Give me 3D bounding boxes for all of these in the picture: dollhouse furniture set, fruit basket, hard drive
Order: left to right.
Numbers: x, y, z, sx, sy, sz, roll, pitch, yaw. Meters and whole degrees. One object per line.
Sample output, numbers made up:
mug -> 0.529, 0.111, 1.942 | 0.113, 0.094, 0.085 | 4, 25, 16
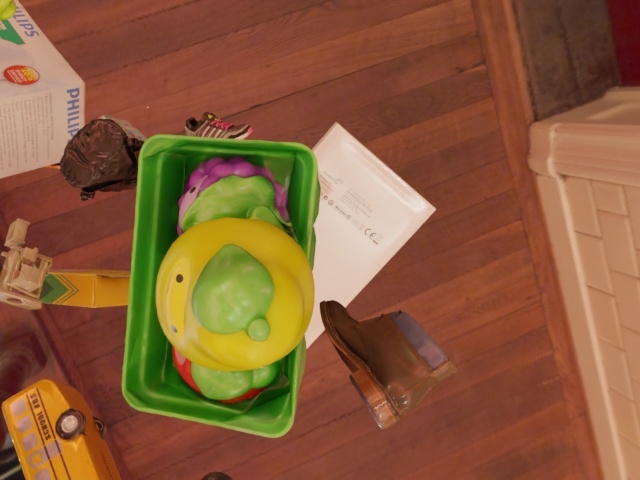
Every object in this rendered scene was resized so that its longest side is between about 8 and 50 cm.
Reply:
dollhouse furniture set -> -0.607, 0.036, 1.339 | 0.101, 0.161, 0.182 | 27, 53, -39
fruit basket -> -0.122, 0.056, 0.758 | 0.283, 0.392, 0.392 | 6, 102, 16
hard drive -> 0.000, 0.000, 1.112 | 0.233, 0.047, 0.353 | 39, 101, -14

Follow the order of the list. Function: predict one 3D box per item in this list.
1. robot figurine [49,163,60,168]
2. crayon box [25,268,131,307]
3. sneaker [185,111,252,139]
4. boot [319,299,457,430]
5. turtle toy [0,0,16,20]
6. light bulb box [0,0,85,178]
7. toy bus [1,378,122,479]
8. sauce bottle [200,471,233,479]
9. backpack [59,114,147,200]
robot figurine -> -0.714, -0.234, 1.642 | 0.211, 0.291, 0.085 | 0, 98, -19
crayon box -> -0.540, 0.114, 1.527 | 0.202, 0.319, 0.081 | 2, 88, -57
sneaker -> -0.238, -0.256, 1.414 | 0.170, 0.063, 0.074 | -2, 116, 22
boot -> 0.074, 0.123, 0.752 | 0.106, 0.219, 0.082 | -31, 125, -1
turtle toy -> -0.287, -0.193, 0.448 | 0.130, 0.066, 0.095 | 14, 60, 2
light bulb box -> -0.757, -0.324, 1.340 | 0.361, 0.358, 0.225 | -26, 153, -37
toy bus -> -0.429, 0.405, 1.086 | 0.130, 0.108, 0.332 | -30, 66, -8
sauce bottle -> -0.207, 0.427, 0.842 | 0.111, 0.344, 0.111 | 2, 96, 16
backpack -> -0.370, -0.156, 1.127 | 0.152, 0.182, 0.115 | -38, 86, 11
